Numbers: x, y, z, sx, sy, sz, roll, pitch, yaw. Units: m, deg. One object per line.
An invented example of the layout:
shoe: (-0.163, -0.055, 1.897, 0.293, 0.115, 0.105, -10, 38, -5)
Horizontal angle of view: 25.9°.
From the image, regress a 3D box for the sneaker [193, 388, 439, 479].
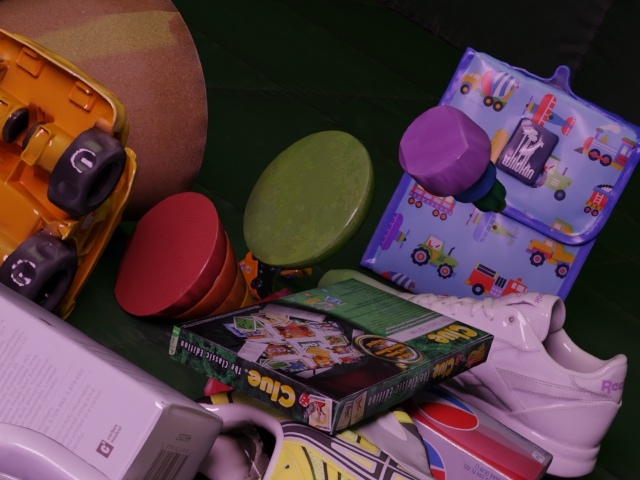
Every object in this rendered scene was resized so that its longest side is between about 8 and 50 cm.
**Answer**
sneaker: (0.031, 0.209, 0.886, 0.147, 0.145, 0.384, 4, 17, -31)

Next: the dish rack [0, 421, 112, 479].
dish rack: (-0.149, 0.231, 0.587, 0.285, 0.072, 0.333, 31, 32, 16)

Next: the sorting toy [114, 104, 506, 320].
sorting toy: (0.000, 0.000, 1.179, 0.126, 0.365, 0.127, 40, 40, -41)

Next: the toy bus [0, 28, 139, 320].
toy bus: (-0.214, -0.040, 1.097, 0.149, 0.220, 0.211, 34, 13, 16)

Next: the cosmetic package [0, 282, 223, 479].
cosmetic package: (-0.189, 0.088, 0.905, 0.231, 0.085, 0.117, 30, -4, 20)

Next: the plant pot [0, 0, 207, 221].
plant pot: (-0.274, -0.114, 1.241, 0.254, 0.237, 0.237, -13, 40, -40)

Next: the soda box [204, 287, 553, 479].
soda box: (0.043, 0.146, 1.098, 0.263, 0.092, 0.083, 31, 21, 15)

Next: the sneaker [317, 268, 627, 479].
sneaker: (0.142, 0.088, 1.288, 0.305, 0.152, 0.114, 29, 21, 15)

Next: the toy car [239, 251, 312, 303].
toy car: (-0.049, 0.045, 1.368, 0.040, 0.060, 0.122, -14, -17, 23)

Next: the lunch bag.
lunch bag: (0.212, -0.061, 1.544, 0.221, 0.293, 0.138, 27, 19, 7)

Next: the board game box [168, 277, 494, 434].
board game box: (0.017, 0.077, 1.024, 0.136, 0.030, 0.259, 20, 15, 27)
